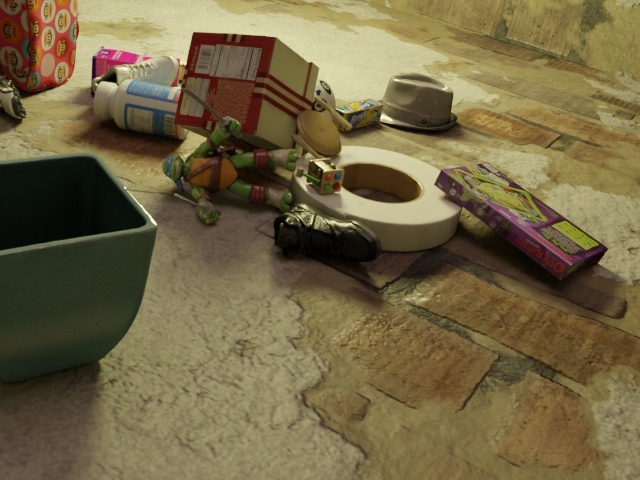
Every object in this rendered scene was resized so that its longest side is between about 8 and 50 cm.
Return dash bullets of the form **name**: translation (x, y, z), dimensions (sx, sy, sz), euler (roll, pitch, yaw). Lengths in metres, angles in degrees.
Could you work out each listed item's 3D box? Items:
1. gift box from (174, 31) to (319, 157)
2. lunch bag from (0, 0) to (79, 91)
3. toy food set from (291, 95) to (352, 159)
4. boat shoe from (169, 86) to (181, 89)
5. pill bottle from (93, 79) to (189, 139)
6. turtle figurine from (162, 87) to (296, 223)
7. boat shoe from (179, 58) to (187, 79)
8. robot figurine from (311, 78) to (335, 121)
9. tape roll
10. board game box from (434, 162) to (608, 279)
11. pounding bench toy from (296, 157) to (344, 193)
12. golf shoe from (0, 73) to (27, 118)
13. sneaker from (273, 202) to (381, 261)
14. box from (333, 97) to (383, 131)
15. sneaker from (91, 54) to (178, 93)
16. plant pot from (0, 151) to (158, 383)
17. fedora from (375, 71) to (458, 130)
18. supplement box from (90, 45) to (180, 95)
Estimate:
- **gift box**: translation (-0.173, -0.342, 1.697), dimensions (0.276, 0.255, 0.258), euler (16, 0, 26)
- **lunch bag**: translation (-0.726, -0.553, 1.922), dimensions (0.120, 0.293, 0.258), euler (19, 27, 12)
- **toy food set**: translation (-0.005, -0.241, 1.683), dimensions (0.132, 0.038, 0.192), euler (40, 42, -13)
- **boat shoe**: translation (-0.379, -0.352, 1.899), dimensions (0.228, 0.081, 0.068), euler (-10, 64, -18)
- **pill bottle**: translation (-0.432, -0.326, 1.793), dimensions (0.221, 0.124, 0.124), euler (12, 30, 0)
- **turtle figurine**: translation (-0.179, -0.137, 1.483), dimensions (0.266, 0.274, 0.198), euler (5, 64, -18)
- **boat shoe**: translation (-0.387, -0.507, 2.181), dimensions (0.059, 0.063, 0.170), euler (22, 31, 31)
- **robot figurine**: translation (-0.099, -0.355, 1.895), dimensions (0.278, 0.209, 0.173), euler (13, 17, 6)
- **tape roll**: translation (0.124, -0.102, 1.636), dimensions (0.392, 0.072, 0.392), euler (8, 30, -5)
- **board game box**: translation (0.436, -0.053, 1.593), dimensions (0.347, 0.056, 0.208), euler (42, 29, 28)
- **pounding bench toy**: translation (-0.001, -0.131, 1.522), dimensions (0.083, 0.052, 0.065), euler (-10, 36, -31)
- **golf shoe**: translation (-0.773, -0.335, 1.767), dimensions (0.094, 0.077, 0.198), euler (-24, 38, -24)
- **sneaker**: translation (0.000, 0.000, 1.410), dimensions (0.227, 0.087, 0.130), euler (24, 34, 28)
- **box**: translation (0.104, -0.357, 2.080), dimensions (0.054, 0.059, 0.169), euler (31, 35, 33)
- **sneaker**: translation (-0.475, -0.413, 1.865), dimensions (0.232, 0.090, 0.115), euler (-25, -10, 1)
- **plant pot**: translation (-0.394, 0.049, 1.029), dimensions (0.247, 0.252, 0.248), euler (-12, 37, -33)
- **fedora**: translation (0.286, -0.426, 2.192), dimensions (0.275, 0.124, 0.243), euler (11, 29, 0)
- **supplement box**: translation (-0.501, -0.446, 1.993), dimensions (0.220, 0.114, 0.111), euler (8, 29, -8)
